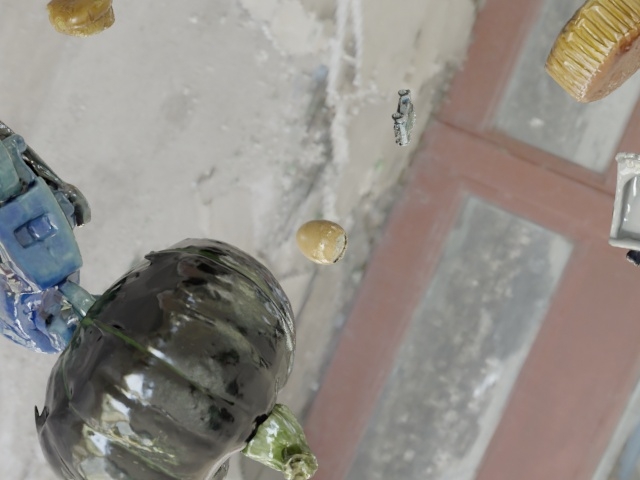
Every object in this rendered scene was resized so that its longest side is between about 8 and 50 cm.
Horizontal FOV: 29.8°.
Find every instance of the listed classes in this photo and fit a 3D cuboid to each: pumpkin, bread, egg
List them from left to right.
[{"bbox_3d":[-0.287,-0.275,1.445,0.081,0.083,0.046,-17,130,-2],"label":"bread"},{"bbox_3d":[-0.125,0.151,1.216,0.296,0.295,0.296,-46,150,-36],"label":"pumpkin"},{"bbox_3d":[0.000,0.000,2.123,0.080,0.096,0.080,-50,155,-35],"label":"egg"},{"bbox_3d":[0.427,-0.291,1.757,0.199,0.104,0.199,-36,163,-13],"label":"bread"}]

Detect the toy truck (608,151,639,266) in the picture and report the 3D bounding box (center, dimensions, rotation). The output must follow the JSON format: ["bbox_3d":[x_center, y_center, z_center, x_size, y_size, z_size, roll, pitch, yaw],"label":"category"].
[{"bbox_3d":[0.267,0.012,0.801,0.286,0.136,0.111,20,83,-63],"label":"toy truck"}]

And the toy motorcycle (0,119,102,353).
[{"bbox_3d":[-0.350,-0.001,1.395,0.182,0.319,0.241,-29,-171,-8],"label":"toy motorcycle"}]

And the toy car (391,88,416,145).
[{"bbox_3d":[0.108,-0.157,1.518,0.093,0.025,0.041,-74,158,-47],"label":"toy car"}]
